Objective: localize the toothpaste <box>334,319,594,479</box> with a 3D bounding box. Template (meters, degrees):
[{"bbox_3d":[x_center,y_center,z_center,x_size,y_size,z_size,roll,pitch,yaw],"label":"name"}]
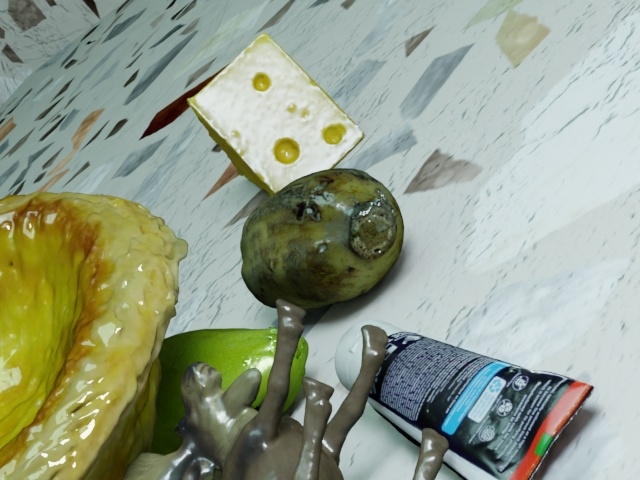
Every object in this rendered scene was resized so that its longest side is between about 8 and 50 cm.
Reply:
[{"bbox_3d":[0.065,0.082,0.794,0.071,0.045,0.193,-55,25,-8],"label":"toothpaste"}]

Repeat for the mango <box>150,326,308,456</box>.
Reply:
[{"bbox_3d":[-0.074,0.092,1.014,0.165,0.074,0.091,-29,21,40],"label":"mango"}]

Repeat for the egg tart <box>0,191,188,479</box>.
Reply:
[{"bbox_3d":[-0.189,0.109,0.952,0.319,0.128,0.319,-27,36,22],"label":"egg tart"}]

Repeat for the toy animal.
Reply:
[{"bbox_3d":[-0.035,0.121,0.818,0.186,0.094,0.214,-64,26,21],"label":"toy animal"}]

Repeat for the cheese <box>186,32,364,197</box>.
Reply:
[{"bbox_3d":[-0.038,-0.094,1.388,0.093,0.126,0.171,-44,-3,-5],"label":"cheese"}]

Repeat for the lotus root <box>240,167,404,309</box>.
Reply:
[{"bbox_3d":[0.000,0.000,1.052,0.179,0.081,0.089,-20,70,62],"label":"lotus root"}]
